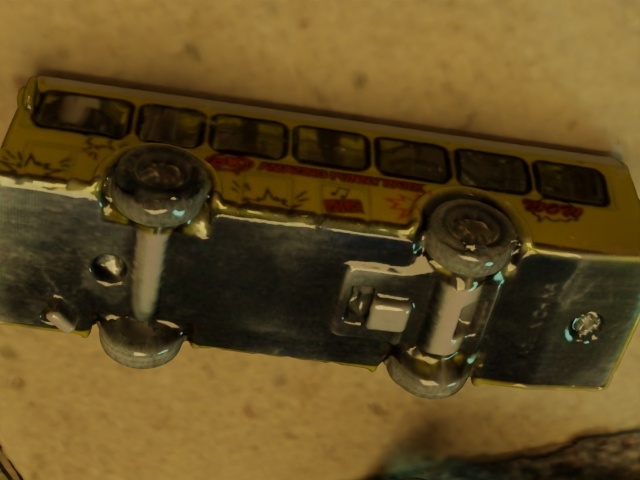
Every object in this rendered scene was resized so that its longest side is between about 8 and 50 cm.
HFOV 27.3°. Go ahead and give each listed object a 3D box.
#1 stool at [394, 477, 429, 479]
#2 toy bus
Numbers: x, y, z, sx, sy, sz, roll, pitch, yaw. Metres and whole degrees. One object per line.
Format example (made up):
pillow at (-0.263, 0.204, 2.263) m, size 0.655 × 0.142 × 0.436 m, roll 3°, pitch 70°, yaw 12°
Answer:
stool at (0.102, 0.215, 0.577) m, size 0.198 × 0.195 × 0.195 m, roll 13°, pitch 131°, yaw -18°
toy bus at (0.000, 0.000, 0.459) m, size 0.226 × 0.074 × 0.081 m, roll 6°, pitch 132°, yaw -5°
